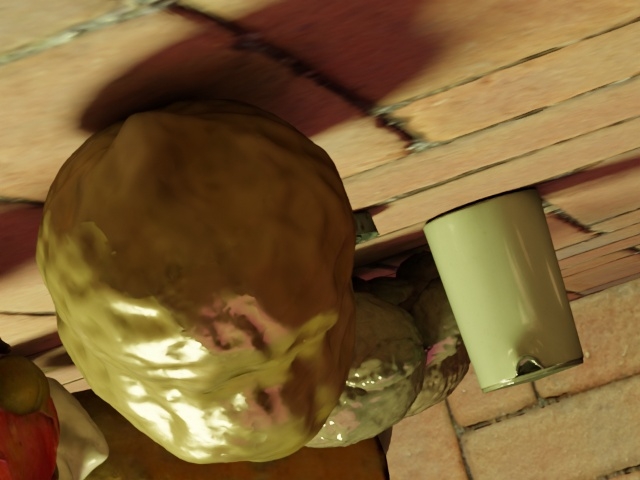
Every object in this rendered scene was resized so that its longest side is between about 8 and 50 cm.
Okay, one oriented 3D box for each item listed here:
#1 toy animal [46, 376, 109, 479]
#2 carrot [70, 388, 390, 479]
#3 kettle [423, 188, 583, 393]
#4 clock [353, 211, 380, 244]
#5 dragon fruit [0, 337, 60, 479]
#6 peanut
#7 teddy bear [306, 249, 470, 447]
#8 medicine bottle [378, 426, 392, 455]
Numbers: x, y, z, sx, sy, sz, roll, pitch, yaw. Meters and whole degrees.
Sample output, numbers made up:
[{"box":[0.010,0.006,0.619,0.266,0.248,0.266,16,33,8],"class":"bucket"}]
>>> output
[{"box":[-0.331,0.190,1.429,0.266,0.188,0.308,-47,-163,-22],"class":"toy animal"},{"box":[-0.112,0.243,1.605,0.341,0.224,0.224,1,169,-13],"class":"carrot"},{"box":[0.147,0.045,1.444,0.098,0.148,0.127,-15,173,-24],"class":"kettle"},{"box":[0.000,0.000,1.275,0.085,0.017,0.085,-17,173,-2],"class":"clock"},{"box":[-0.267,0.147,1.002,0.227,0.243,0.307,28,130,-20],"class":"dragon fruit"},{"box":[-0.047,0.024,0.817,0.143,0.159,0.291,-42,177,-10],"class":"peanut"},{"box":[0.032,0.098,1.562,0.236,0.151,0.267,-23,172,29],"class":"teddy bear"},{"box":[-0.056,0.212,1.930,0.224,0.224,0.384,-15,172,-14],"class":"medicine bottle"}]
